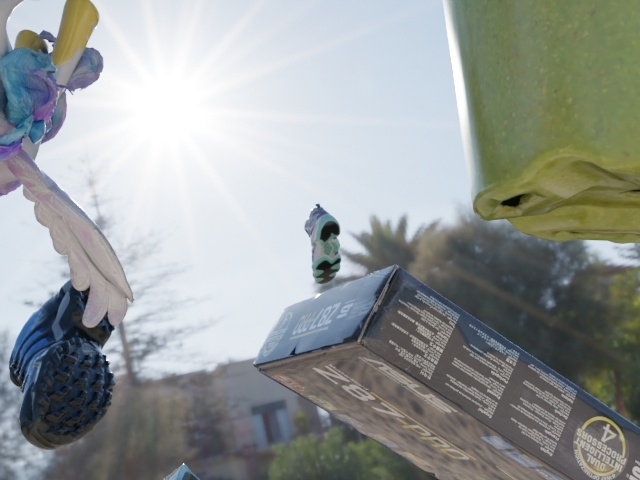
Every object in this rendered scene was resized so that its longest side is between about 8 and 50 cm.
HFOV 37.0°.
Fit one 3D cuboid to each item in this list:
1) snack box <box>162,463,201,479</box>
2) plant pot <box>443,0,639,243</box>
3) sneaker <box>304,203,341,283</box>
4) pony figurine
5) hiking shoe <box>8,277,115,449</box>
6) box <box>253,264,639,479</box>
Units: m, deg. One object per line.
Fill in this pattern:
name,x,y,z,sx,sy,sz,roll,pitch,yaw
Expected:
snack box,-0.170,0.299,0.617,0.187,0.060,0.322,-39,12,18
plant pot,0.174,-0.137,0.535,0.276,0.254,0.276,1,-10,0
sneaker,0.000,0.000,1.197,0.038,0.069,0.098,-4,-58,-20
pony figurine,-0.333,-0.097,0.965,0.303,0.363,0.351,7,-31,7
hiking shoe,-0.346,0.176,1.251,0.132,0.304,0.113,-35,-65,15
box,0.153,0.186,1.028,0.395,0.097,0.318,34,-22,-13
